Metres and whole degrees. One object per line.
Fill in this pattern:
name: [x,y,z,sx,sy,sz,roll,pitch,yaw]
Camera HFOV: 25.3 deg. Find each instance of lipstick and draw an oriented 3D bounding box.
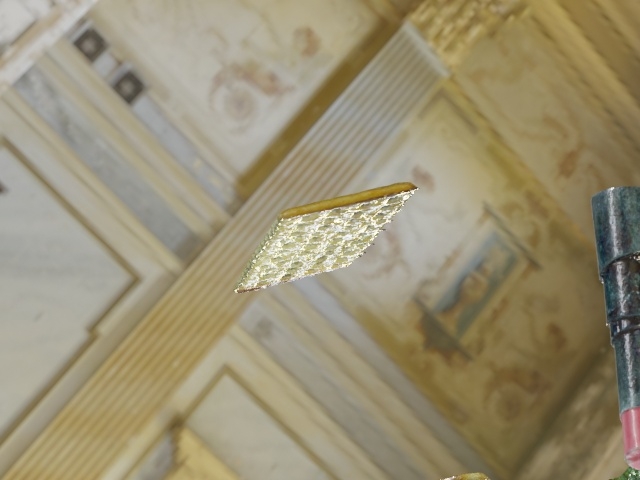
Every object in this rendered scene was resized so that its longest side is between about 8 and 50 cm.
lipstick: [0.256,0.073,1.175,0.054,0.234,0.053,1,-20,0]

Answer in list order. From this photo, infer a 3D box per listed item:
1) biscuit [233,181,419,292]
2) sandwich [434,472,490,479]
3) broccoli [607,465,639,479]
biscuit: [0.000,0.000,1.360,0.231,0.139,0.016,125,-51,-67]
sandwich: [0.166,0.316,1.750,0.105,0.035,0.093,-18,-26,19]
broccoli: [0.401,0.284,1.420,0.269,0.254,0.269,14,-15,4]
